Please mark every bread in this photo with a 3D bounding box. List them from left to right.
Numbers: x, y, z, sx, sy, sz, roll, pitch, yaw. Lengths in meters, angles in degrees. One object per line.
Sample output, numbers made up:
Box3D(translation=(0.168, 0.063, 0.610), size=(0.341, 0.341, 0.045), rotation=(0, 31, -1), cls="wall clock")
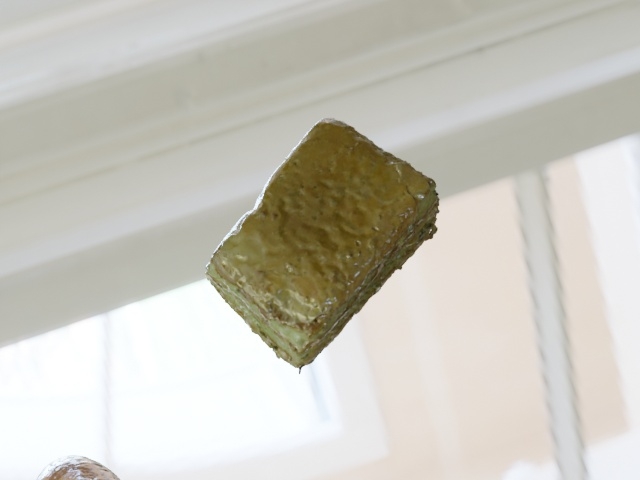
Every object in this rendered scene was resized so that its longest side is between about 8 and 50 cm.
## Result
Box3D(translation=(0.000, 0.000, 1.658), size=(0.138, 0.196, 0.102), rotation=(40, 170, 23), cls="bread")

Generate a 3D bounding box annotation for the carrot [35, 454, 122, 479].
Box3D(translation=(-0.135, 0.197, 1.249), size=(0.225, 0.067, 0.067), rotation=(27, 135, 58), cls="carrot")
